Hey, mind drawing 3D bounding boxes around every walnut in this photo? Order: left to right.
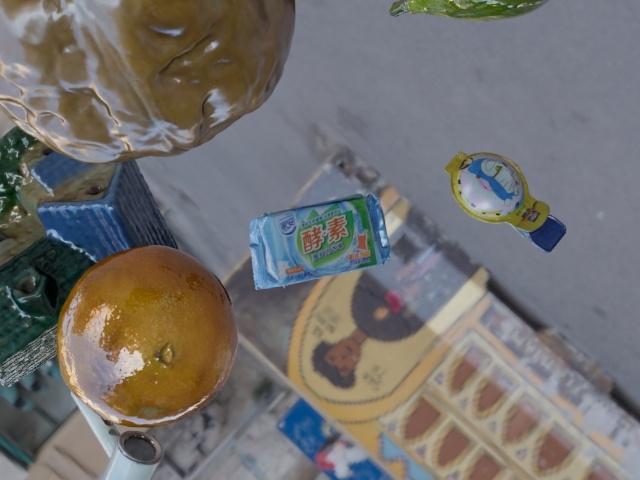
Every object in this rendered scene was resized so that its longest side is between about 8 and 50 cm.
[{"bbox_3d":[-0.208,-0.261,1.124,0.398,0.354,0.308,65,-161,-50],"label":"walnut"}]

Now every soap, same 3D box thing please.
[{"bbox_3d":[0.000,0.000,2.120,0.077,0.293,0.156,-8,95,64],"label":"soap"}]

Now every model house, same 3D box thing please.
[{"bbox_3d":[-0.442,0.028,1.773,0.342,0.382,0.335,32,152,45],"label":"model house"}]

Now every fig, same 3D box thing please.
[{"bbox_3d":[0.251,-0.464,1.679,0.314,0.233,0.233,14,150,50],"label":"fig"}]

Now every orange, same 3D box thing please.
[{"bbox_3d":[-0.248,0.138,1.521,0.261,0.261,0.261,42,169,10],"label":"orange"}]

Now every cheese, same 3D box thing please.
[{"bbox_3d":[0.343,-0.077,1.958,0.250,0.156,0.064,38,153,7],"label":"cheese"}]

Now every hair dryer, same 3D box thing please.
[{"bbox_3d":[-0.345,0.313,1.678,0.073,0.131,0.236,-1,-142,-46],"label":"hair dryer"}]
